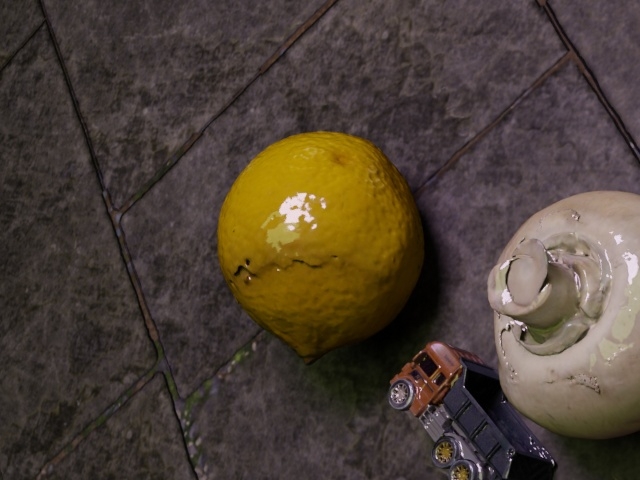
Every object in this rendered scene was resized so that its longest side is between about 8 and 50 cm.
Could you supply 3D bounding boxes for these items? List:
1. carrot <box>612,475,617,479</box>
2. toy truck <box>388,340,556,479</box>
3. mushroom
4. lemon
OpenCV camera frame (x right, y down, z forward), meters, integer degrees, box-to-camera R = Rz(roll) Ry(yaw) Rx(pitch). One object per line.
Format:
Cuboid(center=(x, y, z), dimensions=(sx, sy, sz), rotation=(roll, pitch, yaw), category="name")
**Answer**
Cuboid(center=(0.325, 0.324, 1.471), dimensions=(0.078, 0.078, 0.298), rotation=(-42, 45, 24), category="carrot")
Cuboid(center=(0.156, 0.187, 1.675), dimensions=(0.092, 0.083, 0.192), rotation=(-52, 47, 16), category="toy truck")
Cuboid(center=(0.250, 0.062, 1.552), dimensions=(0.246, 0.202, 0.246), rotation=(-31, 48, 43), category="mushroom")
Cuboid(center=(-0.001, -0.006, 1.800), dimensions=(0.228, 0.228, 0.254), rotation=(-40, 35, 26), category="lemon")
